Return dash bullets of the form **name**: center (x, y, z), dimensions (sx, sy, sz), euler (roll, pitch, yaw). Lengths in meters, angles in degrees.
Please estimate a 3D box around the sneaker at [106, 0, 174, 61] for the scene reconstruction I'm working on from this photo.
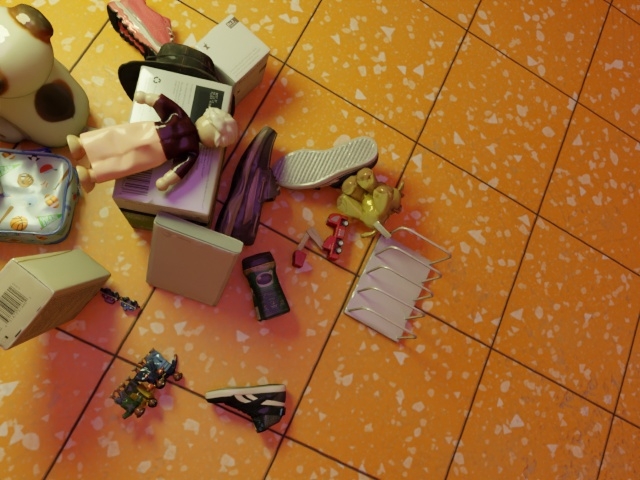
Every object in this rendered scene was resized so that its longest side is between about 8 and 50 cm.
- **sneaker**: center (-0.464, -0.581, 1.411), dimensions (0.136, 0.116, 0.314), euler (-42, 93, -22)

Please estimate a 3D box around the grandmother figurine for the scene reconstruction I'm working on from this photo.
- **grandmother figurine**: center (-0.342, -0.215, 1.046), dimensions (0.342, 0.104, 0.208), euler (-16, 110, -18)

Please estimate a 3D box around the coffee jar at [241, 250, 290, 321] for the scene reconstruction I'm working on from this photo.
- **coffee jar**: center (-0.155, 0.127, 1.374), dimensions (0.096, 0.079, 0.185), euler (-16, 85, -15)

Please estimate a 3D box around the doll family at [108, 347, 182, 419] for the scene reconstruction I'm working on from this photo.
- **doll family**: center (-0.436, 0.367, 1.256), dimensions (0.111, 0.076, 0.193), euler (37, 69, -1)

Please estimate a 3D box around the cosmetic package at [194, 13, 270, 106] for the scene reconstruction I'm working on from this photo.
- **cosmetic package**: center (-0.259, -0.505, 1.413), dimensions (0.151, 0.183, 0.151), euler (41, 73, -4)

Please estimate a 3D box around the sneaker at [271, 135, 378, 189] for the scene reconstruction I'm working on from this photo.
- **sneaker**: center (0.020, -0.212, 1.474), dimensions (0.320, 0.127, 0.126), euler (-11, 75, 8)

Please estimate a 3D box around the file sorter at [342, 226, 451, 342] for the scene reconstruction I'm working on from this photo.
- **file sorter**: center (0.228, 0.128, 1.429), dimensions (0.192, 0.173, 0.278), euler (30, 74, -7)

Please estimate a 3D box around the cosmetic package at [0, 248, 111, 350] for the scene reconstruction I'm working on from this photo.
- **cosmetic package**: center (-0.619, 0.119, 1.114), dimensions (0.113, 0.309, 0.160), euler (40, 89, -5)

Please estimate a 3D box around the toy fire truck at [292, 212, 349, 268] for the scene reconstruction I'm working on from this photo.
- **toy fire truck**: center (0.000, 0.000, 1.457), dimensions (0.135, 0.047, 0.192), euler (17, 75, -10)

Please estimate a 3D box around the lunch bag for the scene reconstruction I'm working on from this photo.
- **lunch bag**: center (-0.770, -0.119, 1.240), dimensions (0.303, 0.115, 0.244), euler (4, 76, -13)

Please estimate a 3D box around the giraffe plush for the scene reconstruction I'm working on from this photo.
- **giraffe plush**: center (0.177, -0.120, 1.462), dimensions (0.170, 0.181, 0.210), euler (-34, 92, -48)

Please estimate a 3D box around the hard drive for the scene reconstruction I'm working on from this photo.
- **hard drive**: center (-0.324, 0.060, 1.225), dimensions (0.202, 0.308, 0.040), euler (21, 54, -10)

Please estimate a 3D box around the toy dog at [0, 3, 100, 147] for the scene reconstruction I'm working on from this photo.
- **toy dog**: center (-0.719, -0.373, 1.146), dimensions (0.395, 0.408, 0.285), euler (42, 73, -4)

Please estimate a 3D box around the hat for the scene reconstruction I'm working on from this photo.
- **hat**: center (-0.365, -0.431, 1.290), dimensions (0.330, 0.331, 0.134), euler (9, 79, -13)

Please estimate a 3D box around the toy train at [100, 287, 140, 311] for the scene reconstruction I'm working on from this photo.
- **toy train**: center (-0.551, 0.148, 1.290), dimensions (0.158, 0.027, 0.036), euler (26, 77, -8)

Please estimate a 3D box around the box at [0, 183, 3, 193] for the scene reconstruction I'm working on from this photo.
- **box**: center (-0.839, -0.183, 1.135), dimensions (0.130, 0.091, 0.171), euler (-19, 78, -18)

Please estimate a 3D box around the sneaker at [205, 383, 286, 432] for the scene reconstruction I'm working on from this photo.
- **sneaker**: center (-0.194, 0.450, 1.300), dimensions (0.216, 0.079, 0.121), euler (0, 78, -16)

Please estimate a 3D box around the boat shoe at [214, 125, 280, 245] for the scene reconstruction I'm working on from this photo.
- **boat shoe**: center (-0.188, -0.149, 1.407), dimensions (0.130, 0.132, 0.356), euler (23, 83, -20)

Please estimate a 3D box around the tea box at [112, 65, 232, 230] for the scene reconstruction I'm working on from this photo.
- **tea box**: center (-0.361, -0.199, 1.252), dimensions (0.219, 0.323, 0.330), euler (10, 76, -10)
